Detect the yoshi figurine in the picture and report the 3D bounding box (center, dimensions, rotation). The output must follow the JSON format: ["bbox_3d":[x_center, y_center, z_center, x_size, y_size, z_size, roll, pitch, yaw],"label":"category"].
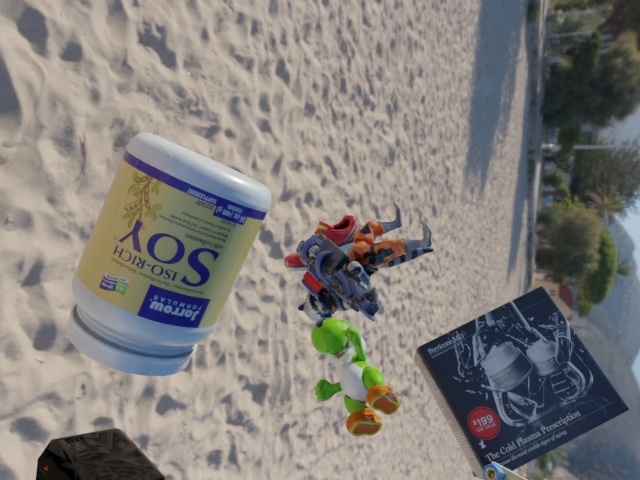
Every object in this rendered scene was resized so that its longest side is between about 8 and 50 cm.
[{"bbox_3d":[0.067,0.349,1.342,0.362,0.203,0.203,-119,-165,-54],"label":"yoshi figurine"}]

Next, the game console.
[{"bbox_3d":[-0.249,0.420,0.701,0.044,0.361,0.213,-50,165,-8],"label":"game console"}]

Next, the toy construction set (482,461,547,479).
[{"bbox_3d":[0.352,0.406,0.630,0.151,0.327,0.215,21,57,-20],"label":"toy construction set"}]

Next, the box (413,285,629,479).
[{"bbox_3d":[0.446,0.334,1.124,0.313,0.343,0.179,63,-4,25],"label":"box"}]

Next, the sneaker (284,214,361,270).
[{"bbox_3d":[0.000,0.000,1.467,0.278,0.107,0.119,-27,119,-23],"label":"sneaker"}]

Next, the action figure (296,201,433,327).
[{"bbox_3d":[0.101,0.079,1.043,0.179,0.330,0.341,51,2,-34],"label":"action figure"}]

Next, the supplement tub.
[{"bbox_3d":[-0.247,0.021,0.774,0.241,0.240,0.332,13,102,-65],"label":"supplement tub"}]
